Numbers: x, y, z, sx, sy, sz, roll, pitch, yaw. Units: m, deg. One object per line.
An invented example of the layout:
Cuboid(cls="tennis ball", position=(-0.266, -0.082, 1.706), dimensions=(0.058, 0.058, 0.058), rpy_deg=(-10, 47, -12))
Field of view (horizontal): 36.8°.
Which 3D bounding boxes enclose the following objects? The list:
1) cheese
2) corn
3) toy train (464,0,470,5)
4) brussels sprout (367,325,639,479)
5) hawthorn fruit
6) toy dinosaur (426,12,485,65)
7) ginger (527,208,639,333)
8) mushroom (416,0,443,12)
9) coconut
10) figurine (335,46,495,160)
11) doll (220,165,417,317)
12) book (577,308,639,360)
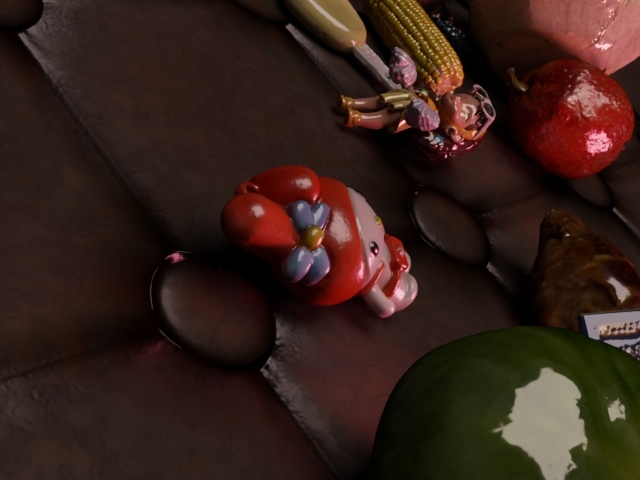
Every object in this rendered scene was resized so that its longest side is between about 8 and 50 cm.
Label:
Cuboid(cls="cheese", position=(0.048, -0.332, 1.572), dimensions=(0.255, 0.050, 0.127), rpy_deg=(48, 34, 7))
Cuboid(cls="corn", position=(0.158, -0.347, 1.654), dimensions=(0.093, 0.093, 0.244), rpy_deg=(-2, 52, -44))
Cuboid(cls="toy train", position=(0.352, -0.527, 2.045), dimensions=(0.407, 0.086, 0.088), rpy_deg=(39, 41, -3))
Cuboid(cls="brussels sprout", position=(0.214, 0.240, 0.905), dimensions=(0.371, 0.276, 0.315), rpy_deg=(27, 40, -20))
Cuboid(cls="hawthorn fruit", position=(0.416, -0.225, 1.678), dimensions=(0.253, 0.205, 0.205), rpy_deg=(30, 36, -12))
Cuboid(cls="toy dinosaur", position=(0.253, -0.384, 1.820), dimensions=(0.154, 0.049, 0.055), rpy_deg=(43, 32, 12))
Cuboid(cls="ginger", position=(0.426, 0.111, 1.354), dimensions=(0.357, 0.152, 0.274), rpy_deg=(45, 35, 3))
Cuboid(cls="mushroom", position=(0.166, -0.543, 1.797), dimensions=(0.184, 0.255, 0.255), rpy_deg=(-22, 58, -4))
Cuboid(cls="coconut", position=(0.469, -0.470, 1.823), dimensions=(0.346, 0.346, 0.360), rpy_deg=(27, 67, -20))
Cuboid(cls="figurine", position=(0.147, -0.193, 1.455), dimensions=(0.240, 0.116, 0.174), rpy_deg=(10, 43, -28))
Cuboid(cls="doll", position=(0.000, 0.000, 1.090), dimensions=(0.290, 0.130, 0.161), rpy_deg=(29, 40, -42))
Cuboid(cls="book", position=(0.449, 0.239, 1.191), dimensions=(0.228, 0.018, 0.322), rpy_deg=(-3, 73, -19))
